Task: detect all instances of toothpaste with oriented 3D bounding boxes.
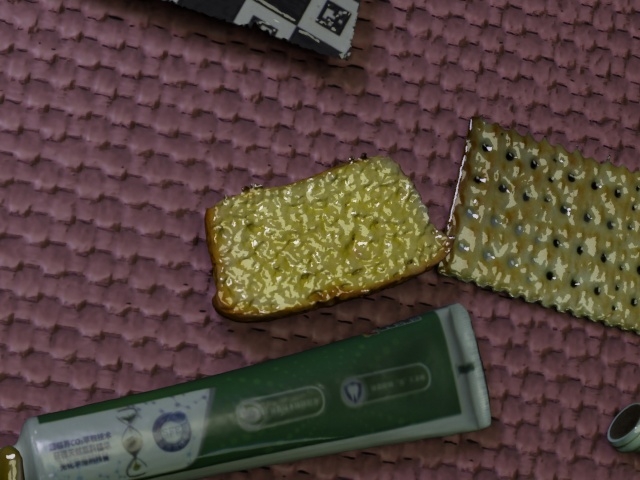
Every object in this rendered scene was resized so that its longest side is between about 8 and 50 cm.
[{"bbox_3d":[-0.061,0.127,0.914,0.392,0.061,0.098,-10,83,-18],"label":"toothpaste"}]

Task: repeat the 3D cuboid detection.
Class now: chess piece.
[{"bbox_3d":[0.271,0.170,0.999,0.093,0.042,0.042,40,74,-11],"label":"chess piece"}]

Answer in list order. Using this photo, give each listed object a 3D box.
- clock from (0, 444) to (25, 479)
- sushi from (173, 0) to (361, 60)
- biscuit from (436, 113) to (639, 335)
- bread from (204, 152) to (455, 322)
[{"bbox_3d":[-0.225,0.299,0.745,0.117,0.286,0.348,21,66,-54],"label":"clock"},{"bbox_3d":[-0.097,-0.257,0.979,0.279,0.043,0.192,14,77,-11],"label":"sushi"},{"bbox_3d":[0.213,-0.005,1.025,0.231,0.016,0.139,16,77,-11],"label":"biscuit"},{"bbox_3d":[0.000,0.000,0.948,0.187,0.065,0.103,-19,84,-15],"label":"bread"}]
